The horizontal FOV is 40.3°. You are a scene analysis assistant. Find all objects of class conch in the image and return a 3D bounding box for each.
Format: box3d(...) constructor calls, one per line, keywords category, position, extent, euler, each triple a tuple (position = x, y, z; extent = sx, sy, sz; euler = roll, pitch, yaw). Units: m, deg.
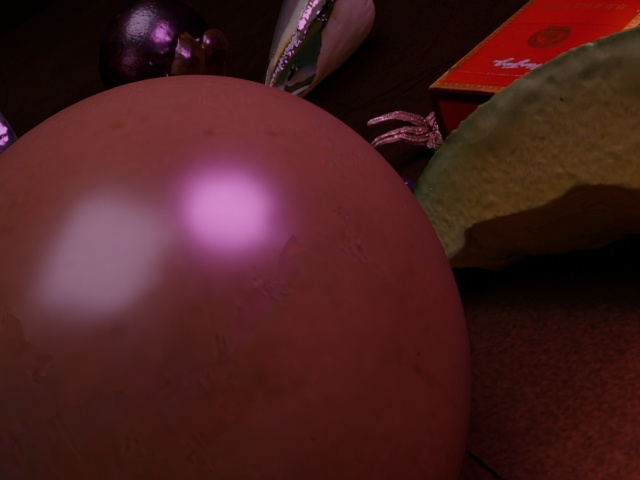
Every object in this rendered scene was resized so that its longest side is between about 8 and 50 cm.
box3d(category="conch", position=(-0.003, -0.300, 1.219), extent=(0.143, 0.137, 0.251), euler=(-10, 33, 29))

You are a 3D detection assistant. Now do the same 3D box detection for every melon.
box3d(category="melon", position=(0.199, -0.055, 0.628), extent=(0.323, 0.196, 0.124), euler=(-11, 59, 35))

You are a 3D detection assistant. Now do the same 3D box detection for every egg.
box3d(category="egg", position=(-0.070, 0.060, 0.494), extent=(0.301, 0.301, 0.374), euler=(-23, 38, 9))

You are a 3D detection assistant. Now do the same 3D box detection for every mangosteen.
box3d(category="mangosteen", position=(-0.241, -0.279, 1.350), extent=(0.209, 0.210, 0.210), euler=(-21, 29, 12))

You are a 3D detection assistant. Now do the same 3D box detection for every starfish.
box3d(category="starfish", position=(0.127, -0.124, 0.916), extent=(0.133, 0.041, 0.130), euler=(17, 51, 17))

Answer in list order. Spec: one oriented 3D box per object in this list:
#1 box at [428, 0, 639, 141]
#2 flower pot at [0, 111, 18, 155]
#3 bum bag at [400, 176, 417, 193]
box3d(category="box", position=(0.238, -0.176, 0.850), extent=(0.153, 0.074, 0.240), euler=(19, 50, 41))
box3d(category="flower pot", position=(-0.512, -0.036, 1.097), extent=(0.282, 0.299, 0.299), euler=(-32, 27, -27))
box3d(category="bum bag", position=(0.000, 0.000, 0.796), extent=(0.123, 0.060, 0.248), euler=(3, 40, 45))
